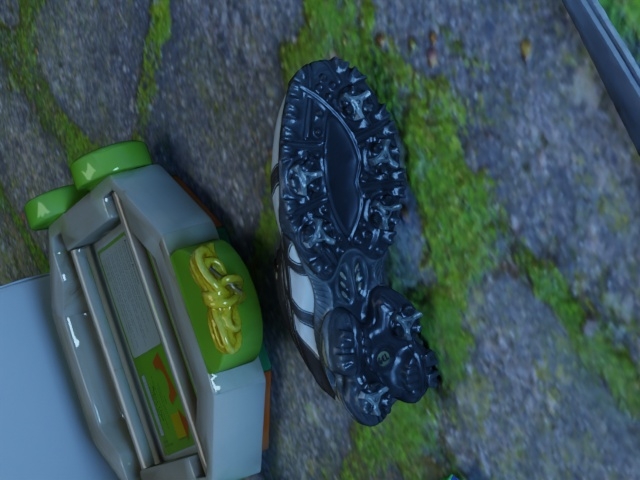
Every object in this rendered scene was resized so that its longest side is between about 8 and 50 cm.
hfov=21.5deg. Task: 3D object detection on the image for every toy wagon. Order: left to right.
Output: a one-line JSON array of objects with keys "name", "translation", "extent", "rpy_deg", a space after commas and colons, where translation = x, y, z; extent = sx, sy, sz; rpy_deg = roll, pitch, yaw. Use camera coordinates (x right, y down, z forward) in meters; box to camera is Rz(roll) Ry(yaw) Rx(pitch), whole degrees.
[{"name": "toy wagon", "translation": [-0.105, 0.067, 1.153], "extent": [0.344, 0.068, 0.267], "rpy_deg": [-28, 80, 62]}]

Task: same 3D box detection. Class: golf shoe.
[{"name": "golf shoe", "translation": [0.000, 0.000, 0.908], "extent": [0.094, 0.077, 0.198], "rpy_deg": [15, 116, 59]}]

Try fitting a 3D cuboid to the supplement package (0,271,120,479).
[{"name": "supplement package", "translation": [-0.264, 0.201, 1.404], "extent": [0.177, 0.175, 0.293], "rpy_deg": [-36, 73, 63]}]

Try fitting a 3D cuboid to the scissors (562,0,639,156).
[{"name": "scissors", "translation": [0.161, -0.004, 0.670], "extent": [0.109, 0.021, 0.297], "rpy_deg": [-25, 81, 65]}]

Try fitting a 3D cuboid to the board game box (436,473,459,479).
[{"name": "board game box", "translation": [0.007, 0.209, 0.947], "extent": [0.035, 0.136, 0.201], "rpy_deg": [41, 151, -5]}]
